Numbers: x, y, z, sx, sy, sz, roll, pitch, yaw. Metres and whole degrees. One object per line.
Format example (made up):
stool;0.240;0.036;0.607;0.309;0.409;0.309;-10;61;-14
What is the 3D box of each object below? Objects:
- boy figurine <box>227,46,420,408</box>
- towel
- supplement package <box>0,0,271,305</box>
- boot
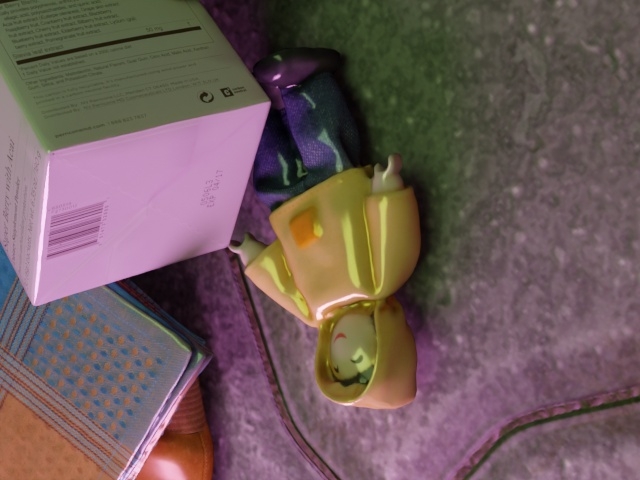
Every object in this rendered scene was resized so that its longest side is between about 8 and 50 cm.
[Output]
boy figurine;0.000;0.000;0.900;0.177;0.092;0.285;-19;84;34
towel;-0.273;0.141;1.018;0.271;0.040;0.370;39;120;12
supplement package;-0.197;-0.131;0.893;0.293;0.175;0.178;55;146;27
boot;-0.232;0.189;1.078;0.295;0.104;0.211;5;101;28
